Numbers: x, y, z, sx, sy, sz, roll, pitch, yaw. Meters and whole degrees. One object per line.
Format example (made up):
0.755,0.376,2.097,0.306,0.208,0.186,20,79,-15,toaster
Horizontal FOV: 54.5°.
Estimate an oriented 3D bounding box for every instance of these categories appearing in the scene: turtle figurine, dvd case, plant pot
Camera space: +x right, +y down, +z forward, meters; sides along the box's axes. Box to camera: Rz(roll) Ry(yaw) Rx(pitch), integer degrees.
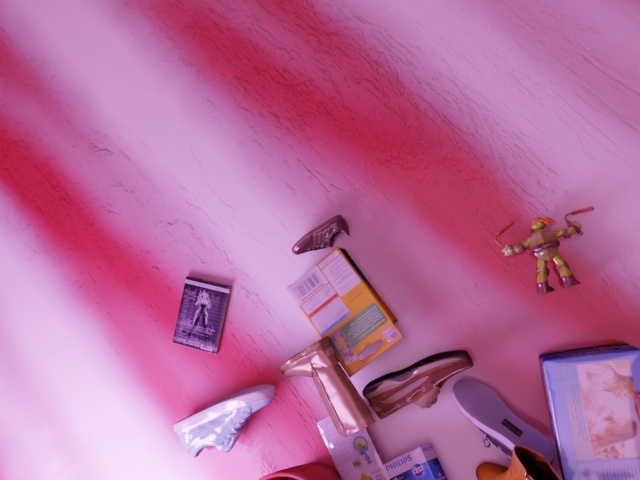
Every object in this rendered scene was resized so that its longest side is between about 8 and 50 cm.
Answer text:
0.619,0.023,1.663,0.269,0.087,0.218,-18,80,15,turtle figurine
-0.382,0.239,1.999,0.164,0.018,0.222,11,89,19,dvd case
-0.047,0.747,1.721,0.274,0.243,0.275,-2,85,20,plant pot

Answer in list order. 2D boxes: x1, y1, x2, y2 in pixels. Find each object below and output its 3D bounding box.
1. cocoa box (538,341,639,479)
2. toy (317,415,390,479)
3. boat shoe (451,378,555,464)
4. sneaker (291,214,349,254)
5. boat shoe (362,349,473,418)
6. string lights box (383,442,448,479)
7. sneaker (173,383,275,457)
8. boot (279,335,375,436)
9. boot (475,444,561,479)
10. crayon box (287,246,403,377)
0.689,0.442,1.527,0.231,0.228,0.347,-10,82,16,cocoa box
0.101,0.606,1.787,0.136,0.056,0.237,-33,68,18,toy
0.475,0.496,1.653,0.306,0.105,0.113,33,52,26,boat shoe
0.000,0.000,1.874,0.188,0.066,0.071,-35,77,12,sneaker
0.278,0.404,1.730,0.323,0.122,0.120,-27,83,22,boat shoe
0.287,0.699,1.673,0.133,0.076,0.260,-36,64,26,string lights box
-0.270,0.553,1.886,0.365,0.135,0.150,-28,85,22,sneaker
0.009,0.438,1.782,0.236,0.089,0.270,-41,74,46,boot
0.491,0.579,1.541,0.104,0.295,0.211,-29,119,-22,boot
0.077,0.208,1.822,0.203,0.083,0.323,-39,74,11,crayon box
